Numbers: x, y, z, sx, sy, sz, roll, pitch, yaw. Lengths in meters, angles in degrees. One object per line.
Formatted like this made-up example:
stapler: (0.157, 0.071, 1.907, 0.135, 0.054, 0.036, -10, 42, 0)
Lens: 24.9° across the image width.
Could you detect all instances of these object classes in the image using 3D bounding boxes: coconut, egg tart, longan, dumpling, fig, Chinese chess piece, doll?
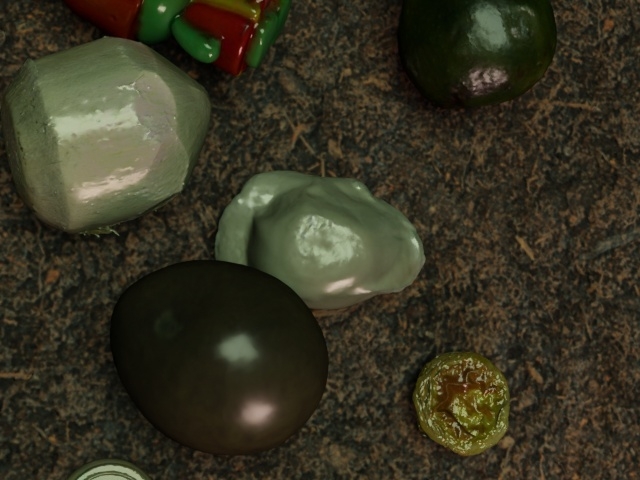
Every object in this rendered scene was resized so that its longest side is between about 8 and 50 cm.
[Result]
coconut: (-0.234, -0.121, 1.619, 0.234, 0.224, 0.224, -6, 82, -15)
egg tart: (0.167, 0.198, 1.752, 0.130, 0.052, 0.130, 3, 80, -16)
longan: (-0.113, 0.124, 1.594, 0.248, 0.248, 0.248, 3, 79, -15)
dumpling: (0.000, 0.000, 1.705, 0.250, 0.132, 0.162, 3, 88, 1)
fig: (0.171, -0.279, 1.768, 0.195, 0.195, 0.245, -37, 100, -18)
Chinese chess piece: (-0.238, 0.305, 1.623, 0.122, 0.051, 0.122, 3, 79, -15)
doll: (-0.214, -0.317, 1.684, 0.363, 0.160, 0.183, 31, 52, -5)
